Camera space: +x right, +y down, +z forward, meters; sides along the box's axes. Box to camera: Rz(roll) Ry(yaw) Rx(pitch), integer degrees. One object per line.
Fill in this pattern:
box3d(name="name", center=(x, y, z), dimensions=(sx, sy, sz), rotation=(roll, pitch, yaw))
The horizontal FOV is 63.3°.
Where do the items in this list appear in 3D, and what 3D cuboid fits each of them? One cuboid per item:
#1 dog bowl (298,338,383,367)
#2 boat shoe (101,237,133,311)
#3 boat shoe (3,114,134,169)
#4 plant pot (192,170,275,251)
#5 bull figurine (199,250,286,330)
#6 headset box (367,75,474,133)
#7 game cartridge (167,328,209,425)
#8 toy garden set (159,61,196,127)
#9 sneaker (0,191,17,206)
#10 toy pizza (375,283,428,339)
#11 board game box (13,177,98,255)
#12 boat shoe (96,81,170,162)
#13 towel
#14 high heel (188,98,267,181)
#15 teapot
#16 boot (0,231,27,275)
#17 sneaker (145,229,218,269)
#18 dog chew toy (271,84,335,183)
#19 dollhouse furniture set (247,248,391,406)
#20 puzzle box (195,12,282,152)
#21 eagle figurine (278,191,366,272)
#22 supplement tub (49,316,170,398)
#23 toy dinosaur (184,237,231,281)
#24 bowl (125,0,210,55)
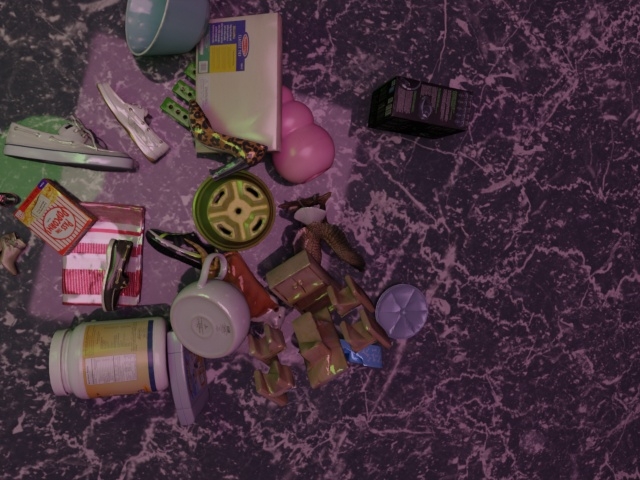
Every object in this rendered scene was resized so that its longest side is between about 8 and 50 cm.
box3d(name="dog bowl", center=(0.075, 0.373, 1.769), dimensions=(0.297, 0.166, 0.074), rotation=(13, 79, -13))
box3d(name="boat shoe", center=(-0.622, 0.110, 1.594), dimensions=(0.069, 0.081, 0.227), rotation=(7, 92, -6))
box3d(name="boat shoe", center=(-0.745, -0.302, 1.561), dimensions=(0.367, 0.136, 0.156), rotation=(7, 89, -3))
box3d(name="plant pot", center=(-0.259, -0.093, 1.610), dimensions=(0.276, 0.254, 0.276), rotation=(-1, 93, -13))
box3d(name="bull figurine", center=(-0.253, 0.188, 1.707), dimensions=(0.188, 0.101, 0.310), rotation=(-34, 98, -6))
box3d(name="headset box", center=(0.333, -0.430, 1.723), dimensions=(0.283, 0.246, 0.131), rotation=(8, 92, -12))
box3d(name="game cartridge", center=(-0.416, 0.411, 1.637), dimensions=(0.062, 0.198, 0.297), rotation=(-7, 96, 0))
box3d(name="toy garden set", center=(-0.358, -0.462, 1.671), dimensions=(0.204, 0.049, 0.244), rotation=(35, 85, -11))
box3d(name="sneaker", center=(-0.974, -0.127, 1.550), dimensions=(0.119, 0.057, 0.047), rotation=(7, 90, -14))
box3d(name="toy pizza", center=(0.290, 0.255, 1.869), dimensions=(0.201, 0.032, 0.201), rotation=(-1, 94, -14))
box3d(name="board game box", center=(-0.800, -0.071, 1.573), dimensions=(0.193, 0.045, 0.147), rotation=(40, 94, -2))
box3d(name="boat shoe", center=(-0.573, -0.379, 1.606), dimensions=(0.096, 0.098, 0.277), rotation=(-37, 110, -8))
box3d(name="towel", center=(-0.685, 0.045, 1.636), dimensions=(0.237, 0.037, 0.329), rotation=(3, 93, -12))
box3d(name="high heel", center=(-0.274, -0.323, 1.529), dimensions=(0.186, 0.093, 0.261), rotation=(-23, 87, 8))
box3d(name="teapot", center=(-0.307, 0.206, 1.544), dimensions=(0.252, 0.187, 0.256), rotation=(43, 119, -3))
box3d(name="boot", center=(-0.932, 0.037, 1.578), dimensions=(0.087, 0.042, 0.118), rotation=(-37, 101, -10))
box3d(name="sneaker", center=(-0.445, 0.011, 1.679), dimensions=(0.235, 0.084, 0.097), rotation=(28, 63, -14))
box3d(name="dog chew toy", center=(-0.095, -0.351, 1.664), dimensions=(0.207, 0.206, 0.332), rotation=(-30, 92, -9))
box3d(name="dollhouse furniture set", center=(-0.002, 0.264, 1.569), dimensions=(0.362, 0.394, 0.256), rotation=(-33, 133, 11))
box3d(name="puzzle box", center=(-0.248, -0.471, 1.582), dimensions=(0.272, 0.052, 0.409), rotation=(2, 92, 16))
box3d(name="eagle figurine", center=(0.008, -0.002, 1.713), dimensions=(0.225, 0.226, 0.298), rotation=(-14, 92, -32))
box3d(name="supplement tub", center=(-0.624, 0.354, 1.571), dimensions=(0.316, 0.228, 0.228), rotation=(-3, 94, -12))
box3d(name="toy dinosaur", center=(-0.343, 0.077, 1.610), dimensions=(0.112, 0.064, 0.211), rotation=(-18, 92, -1))
box3d(name="bowl", center=(-0.439, -0.681, 1.534), dimensions=(0.163, 0.311, 0.311), rotation=(3, 93, -41))
